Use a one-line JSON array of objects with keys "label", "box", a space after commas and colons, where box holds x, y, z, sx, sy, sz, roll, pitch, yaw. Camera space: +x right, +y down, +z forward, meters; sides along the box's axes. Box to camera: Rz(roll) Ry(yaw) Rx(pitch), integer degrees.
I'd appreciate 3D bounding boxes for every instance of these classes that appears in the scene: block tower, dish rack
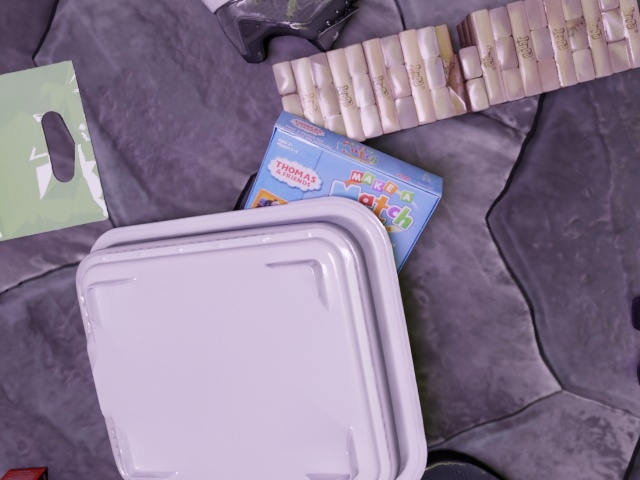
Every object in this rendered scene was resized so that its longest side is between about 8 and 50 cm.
[{"label": "block tower", "box": [0.129, -0.165, 0.828, 0.335, 0.097, 0.091, -14, 96, 2]}, {"label": "dish rack", "box": [-0.083, 0.119, 0.798, 0.333, 0.072, 0.285, -7, 100, 26]}]

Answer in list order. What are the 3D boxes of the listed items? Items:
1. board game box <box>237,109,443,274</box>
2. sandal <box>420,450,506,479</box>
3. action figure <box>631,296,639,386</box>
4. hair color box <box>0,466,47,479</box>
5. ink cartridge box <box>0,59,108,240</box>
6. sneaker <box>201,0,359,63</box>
[{"label": "board game box", "box": [0.000, 0.000, 0.820, 0.160, 0.039, 0.211, 23, 126, -3]}, {"label": "sandal", "box": [0.265, 0.380, 0.880, 0.446, 0.107, 0.167, 29, 95, -4]}, {"label": "action figure", "box": [0.464, 0.107, 0.861, 0.285, 0.099, 0.185, -3, 87, -5]}, {"label": "hair color box", "box": [-0.305, 0.281, 0.841, 0.043, 0.141, 0.072, -4, 97, -1]}, {"label": "ink cartridge box", "box": [-0.348, -0.075, 0.848, 0.235, 0.056, 0.171, -12, 96, 2]}, {"label": "sneaker", "box": [0.008, -0.241, 0.827, 0.234, 0.078, 0.106, -23, 99, 5]}]
